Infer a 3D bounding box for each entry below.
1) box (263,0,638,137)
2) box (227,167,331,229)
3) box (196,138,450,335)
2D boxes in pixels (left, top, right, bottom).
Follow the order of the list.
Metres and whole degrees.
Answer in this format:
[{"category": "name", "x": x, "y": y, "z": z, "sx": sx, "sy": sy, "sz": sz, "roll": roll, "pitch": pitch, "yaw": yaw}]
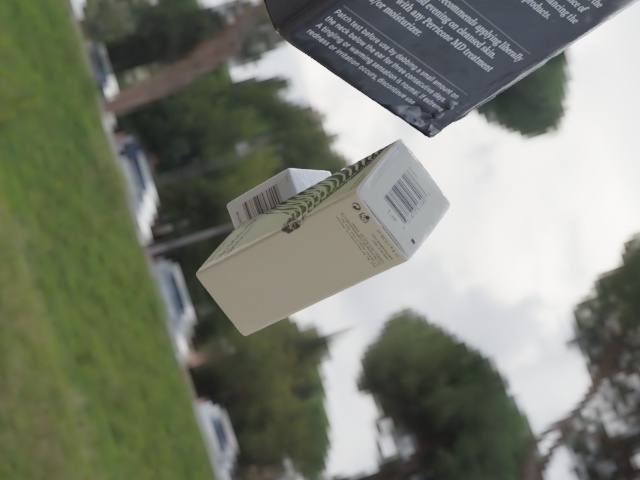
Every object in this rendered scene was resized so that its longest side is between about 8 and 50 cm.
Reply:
[{"category": "box", "x": 0.149, "y": -0.444, "z": 1.770, "sx": 0.297, "sy": 0.471, "sz": 0.480, "roll": 29, "pitch": 34, "yaw": -52}, {"category": "box", "x": -0.033, "y": -0.018, "z": 2.135, "sx": 0.087, "sy": 0.101, "sz": 0.102, "roll": 0, "pitch": 65, "yaw": -57}, {"category": "box", "x": 0.000, "y": 0.000, "z": 1.962, "sx": 0.275, "sy": 0.113, "sz": 0.094, "roll": -27, "pitch": -74, "yaw": 43}]
